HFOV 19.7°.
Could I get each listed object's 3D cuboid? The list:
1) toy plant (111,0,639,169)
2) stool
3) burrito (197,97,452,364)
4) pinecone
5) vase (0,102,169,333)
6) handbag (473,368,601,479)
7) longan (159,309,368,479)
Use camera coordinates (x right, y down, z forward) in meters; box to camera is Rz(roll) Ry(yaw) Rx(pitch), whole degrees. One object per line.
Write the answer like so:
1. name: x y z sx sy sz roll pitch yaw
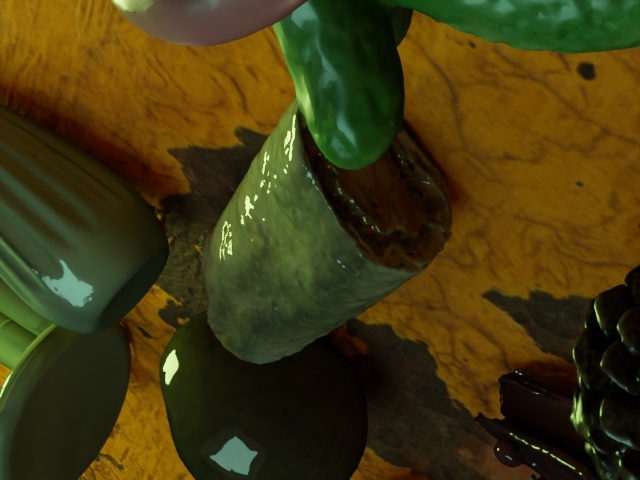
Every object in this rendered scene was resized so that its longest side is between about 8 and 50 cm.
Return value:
1. toy plant: 0.000 -0.184 0.960 0.317 0.211 0.356 -5 145 46
2. stool: -0.310 0.125 1.724 0.198 0.195 0.195 23 149 22
3. burrito: -0.003 -0.003 1.324 0.143 0.105 0.299 40 152 -1
4. pinecone: 0.244 0.097 1.159 0.184 0.179 0.204 57 168 4
5. vase: -0.243 -0.037 1.499 0.248 0.128 0.128 40 151 9
6. handbag: 0.225 0.197 1.365 0.203 0.074 0.216 47 166 -23
7. longan: -0.050 0.139 1.531 0.187 0.167 0.167 57 150 4
